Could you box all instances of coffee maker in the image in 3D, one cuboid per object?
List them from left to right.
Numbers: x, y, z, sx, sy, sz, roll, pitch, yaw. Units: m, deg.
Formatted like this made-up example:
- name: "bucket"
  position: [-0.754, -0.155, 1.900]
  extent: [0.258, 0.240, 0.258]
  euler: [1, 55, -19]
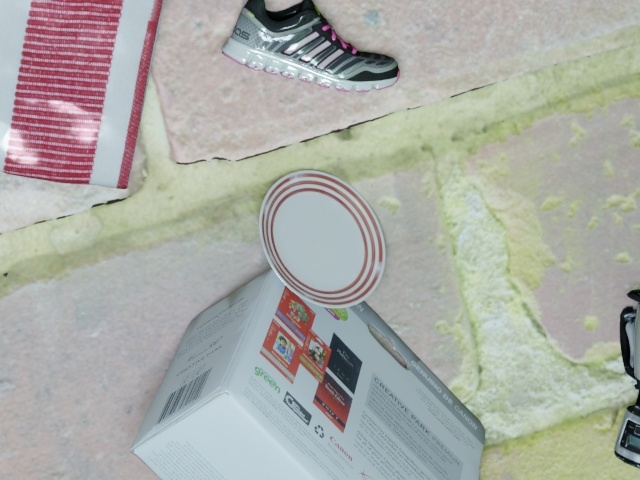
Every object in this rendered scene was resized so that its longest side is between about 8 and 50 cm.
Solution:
- name: "coffee maker"
  position: [0.386, 0.142, 1.624]
  extent: [0.171, 0.120, 0.178]
  euler: [2, 103, -12]

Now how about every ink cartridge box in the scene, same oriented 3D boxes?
- name: "ink cartridge box"
  position: [0.004, 0.190, 1.531]
  extent: [0.130, 0.272, 0.309]
  euler: [-34, 109, 30]

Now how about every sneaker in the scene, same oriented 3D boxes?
- name: "sneaker"
  position: [-0.003, -0.188, 1.503]
  extent: [0.170, 0.063, 0.074]
  euler: [12, 106, -9]

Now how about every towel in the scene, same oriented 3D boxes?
- name: "towel"
  position: [-0.314, -0.176, 1.428]
  extent: [0.329, 0.037, 0.237]
  euler: [10, 113, -9]

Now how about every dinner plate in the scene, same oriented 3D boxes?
- name: "dinner plate"
  position: [0.000, 0.000, 1.536]
  extent: [0.141, 0.017, 0.141]
  euler: [14, 63, -29]
